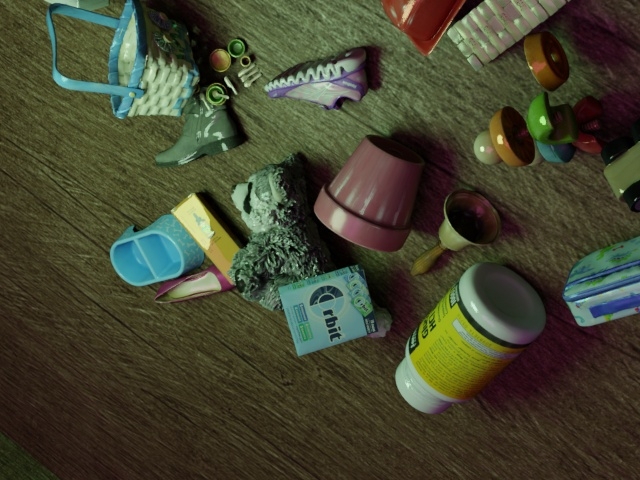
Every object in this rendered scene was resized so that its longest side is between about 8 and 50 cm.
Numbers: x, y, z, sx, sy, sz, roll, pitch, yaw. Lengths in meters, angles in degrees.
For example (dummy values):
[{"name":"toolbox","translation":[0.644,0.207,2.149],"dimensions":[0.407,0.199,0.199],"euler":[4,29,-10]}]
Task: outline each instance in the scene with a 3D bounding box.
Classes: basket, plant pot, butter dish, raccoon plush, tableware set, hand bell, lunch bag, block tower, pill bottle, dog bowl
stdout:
[{"name":"basket","translation":[-0.413,-0.386,1.547],"dimensions":[0.201,0.289,0.254],"euler":[-59,40,43]},{"name":"plant pot","translation":[0.110,-0.103,1.481],"dimensions":[0.201,0.201,0.180],"euler":[30,113,14]},{"name":"butter dish","translation":[0.155,-0.425,1.272],"dimensions":[0.160,0.118,0.160],"euler":[-55,47,39]},{"name":"raccoon plush","translation":[0.000,0.000,1.659],"dimensions":[0.446,0.216,0.299],"euler":[19,115,-16]},{"name":"tableware set","translation":[-0.211,-0.355,1.592],"dimensions":[0.154,0.024,0.104],"euler":[-30,98,16]},{"name":"hand bell","translation":[0.250,0.013,1.526],"dimensions":[0.126,0.126,0.242],"euler":[42,142,4]},{"name":"lunch bag","translation":[0.545,0.065,1.310],"dimensions":[0.219,0.176,0.090],"euler":[-24,103,40]},{"name":"block tower","translation":[0.355,-0.407,1.205],"dimensions":[0.091,0.097,0.335],"euler":[51,131,-3]},{"name":"pill bottle","translation":[0.295,0.215,1.543],"dimensions":[0.188,0.188,0.334],"euler":[38,129,7]},{"name":"dog bowl","translation":[-0.439,0.034,1.963],"dimensions":[0.297,0.074,0.166],"euler":[-14,108,36]}]

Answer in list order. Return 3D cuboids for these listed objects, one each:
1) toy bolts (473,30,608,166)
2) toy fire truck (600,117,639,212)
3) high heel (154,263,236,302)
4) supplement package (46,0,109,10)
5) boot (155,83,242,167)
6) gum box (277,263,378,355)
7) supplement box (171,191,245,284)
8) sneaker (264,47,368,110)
[{"name":"toy bolts","translation":[0.363,-0.212,1.268],"dimensions":[0.158,0.228,0.218],"euler":[-22,63,42]},{"name":"toy fire truck","translation":[0.621,-0.114,1.203],"dimensions":[0.217,0.246,0.158],"euler":[-45,48,37]},{"name":"high heel","translation":[-0.313,0.118,1.905],"dimensions":[0.244,0.117,0.082],"euler":[-3,115,33]},{"name":"supplement package","translation":[-0.533,-0.606,1.626],"dimensions":[0.105,0.105,0.179],"euler":[26,127,17]},{"name":"boot","translation":[-0.296,-0.266,1.708],"dimensions":[0.247,0.083,0.161],"euler":[-13,102,30]},{"name":"gum box","translation":[0.018,0.150,1.598],"dimensions":[0.184,0.041,0.157],"euler":[-16,113,-5]},{"name":"supplement box","translation":[-0.256,-0.007,1.811],"dimensions":[0.078,0.080,0.233],"euler":[-39,95,6]},{"name":"sneaker","translation":[-0.004,-0.305,1.491],"dimensions":[0.236,0.095,0.104],"euler":[-6,121,33]}]
